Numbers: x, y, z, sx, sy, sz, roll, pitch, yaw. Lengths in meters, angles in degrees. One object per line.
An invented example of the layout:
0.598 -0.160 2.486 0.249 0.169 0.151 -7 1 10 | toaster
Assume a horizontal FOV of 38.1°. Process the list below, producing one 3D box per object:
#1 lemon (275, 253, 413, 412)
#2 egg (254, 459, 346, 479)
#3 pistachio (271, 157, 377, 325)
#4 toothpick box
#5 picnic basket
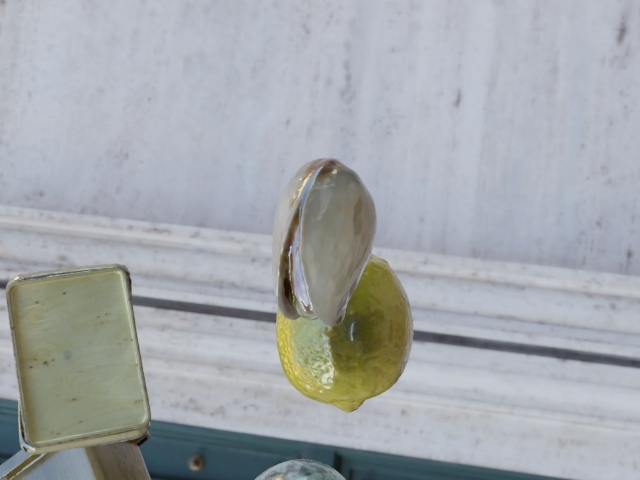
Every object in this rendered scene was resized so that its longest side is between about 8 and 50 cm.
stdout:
0.040 0.152 1.662 0.253 0.254 0.310 -1 -88 -82 | lemon
-0.035 0.331 1.090 0.132 0.172 0.132 42 -151 -29 | egg
0.000 0.000 1.199 0.144 0.144 0.215 45 -128 -80 | pistachio
-0.316 0.431 1.337 0.308 0.187 0.190 59 -170 29 | toothpick box
-0.225 0.108 0.855 0.079 0.115 0.164 143 119 -71 | picnic basket
